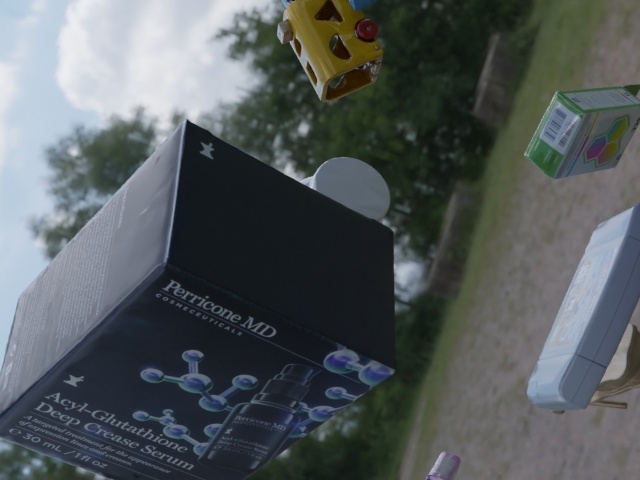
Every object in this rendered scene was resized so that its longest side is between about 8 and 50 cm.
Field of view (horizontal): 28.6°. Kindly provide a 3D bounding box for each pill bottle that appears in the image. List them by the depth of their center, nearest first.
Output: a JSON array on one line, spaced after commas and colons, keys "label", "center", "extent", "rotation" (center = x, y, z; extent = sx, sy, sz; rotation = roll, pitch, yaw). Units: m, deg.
[{"label": "pill bottle", "center": [0.000, 0.000, 1.634], "extent": [0.245, 0.136, 0.136], "rotation": [-58, 8, 53]}]

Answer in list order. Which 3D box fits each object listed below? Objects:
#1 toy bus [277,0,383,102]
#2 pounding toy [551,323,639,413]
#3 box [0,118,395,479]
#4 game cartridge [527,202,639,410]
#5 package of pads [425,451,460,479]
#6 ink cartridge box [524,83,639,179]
[{"label": "toy bus", "center": [-0.002, -0.278, 1.600], "extent": [0.202, 0.104, 0.191], "rotation": [47, 159, 57]}, {"label": "pounding toy", "center": [0.553, 0.237, 2.444], "extent": [0.269, 0.155, 0.154], "rotation": [-29, 50, 47]}, {"label": "box", "center": [-0.147, 0.104, 1.433], "extent": [0.395, 0.293, 0.212], "rotation": [-41, 33, 37]}, {"label": "game cartridge", "center": [0.379, 0.091, 1.724], "extent": [0.198, 0.062, 0.297], "rotation": [100, -165, -79]}, {"label": "package of pads", "center": [0.156, 0.316, 1.648], "extent": [0.083, 0.032, 0.050], "rotation": [-35, -34, -67]}, {"label": "ink cartridge box", "center": [0.395, -0.157, 1.780], "extent": [0.209, 0.062, 0.109], "rotation": [-11, -45, -42]}]
